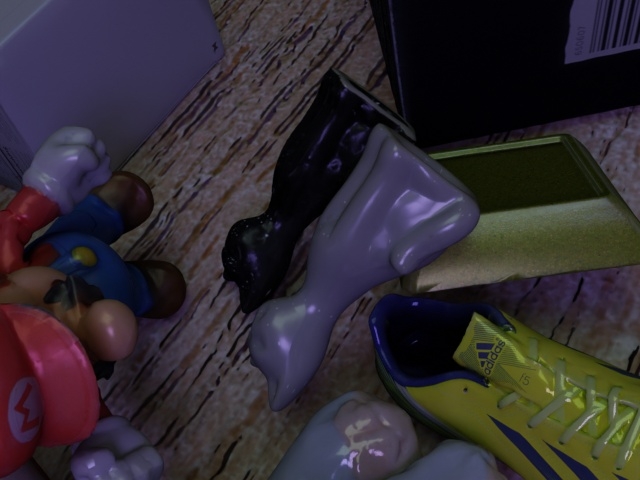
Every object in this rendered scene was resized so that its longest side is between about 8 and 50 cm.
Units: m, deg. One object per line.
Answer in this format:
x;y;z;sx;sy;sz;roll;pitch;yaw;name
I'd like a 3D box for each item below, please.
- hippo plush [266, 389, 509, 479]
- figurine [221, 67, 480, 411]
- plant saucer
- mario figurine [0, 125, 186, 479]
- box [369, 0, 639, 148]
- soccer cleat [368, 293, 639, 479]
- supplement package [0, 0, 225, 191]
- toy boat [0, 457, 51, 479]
-0.015;0.187;0.422;0.294;0.236;0.234;14;77;19;hippo plush
0.000;0.000;0.611;0.209;0.092;0.215;-51;28;15;figurine
0.151;-0.035;0.648;0.189;0.045;0.188;-8;28;6;plant saucer
-0.152;0.046;0.549;0.198;0.320;0.170;36;107;-7;mario figurine
0.261;-0.389;0.770;0.480;0.297;0.471;-11;55;3;box
0.139;0.100;0.502;0.289;0.121;0.093;12;54;49;soccer cleat
-0.247;-0.197;0.793;0.145;0.204;0.262;23;62;24;supplement package
-0.272;0.185;0.568;0.151;0.151;0.231;-39;89;-12;toy boat
